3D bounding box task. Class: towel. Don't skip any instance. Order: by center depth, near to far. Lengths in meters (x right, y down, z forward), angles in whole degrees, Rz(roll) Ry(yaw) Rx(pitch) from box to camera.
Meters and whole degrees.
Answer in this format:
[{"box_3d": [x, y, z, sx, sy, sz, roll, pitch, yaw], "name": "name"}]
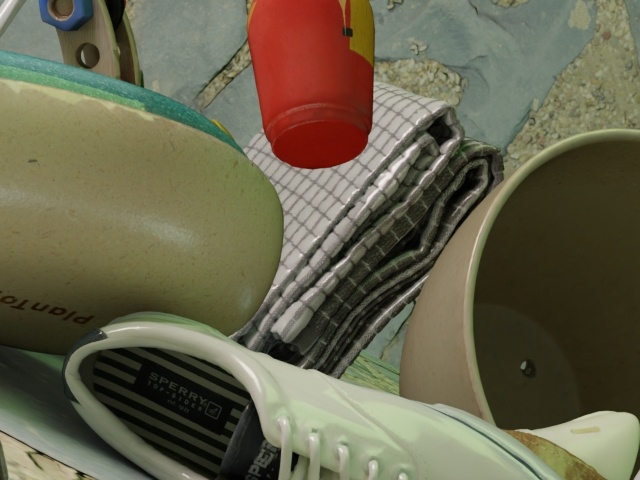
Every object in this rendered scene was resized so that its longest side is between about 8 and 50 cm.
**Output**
[{"box_3d": [0.000, 0.000, 1.408, 0.121, 0.283, 0.235, 43, -6, -28], "name": "towel"}]

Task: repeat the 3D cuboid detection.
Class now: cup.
[{"box_3d": [0.191, 0.107, 1.287, 0.331, 0.331, 0.237, 28, -27, -18], "name": "cup"}]

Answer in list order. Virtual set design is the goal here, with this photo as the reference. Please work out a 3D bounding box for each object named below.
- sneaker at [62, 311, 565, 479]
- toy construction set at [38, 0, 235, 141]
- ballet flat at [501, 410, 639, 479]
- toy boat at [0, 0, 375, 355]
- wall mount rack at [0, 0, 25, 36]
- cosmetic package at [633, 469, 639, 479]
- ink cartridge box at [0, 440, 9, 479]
[{"box_3d": [-0.004, 0.107, 0.766, 0.258, 0.094, 0.091, 19, 7, 13], "name": "sneaker"}, {"box_3d": [-0.194, -0.048, 1.358, 0.237, 0.257, 0.309, 45, -9, -2], "name": "toy construction set"}, {"box_3d": [0.175, 0.166, 0.874, 0.342, 0.124, 0.116, 28, -31, 2], "name": "ballet flat"}, {"box_3d": [-0.091, -0.055, 0.816, 0.267, 0.148, 0.318, 21, -38, -40], "name": "toy boat"}, {"box_3d": [-0.344, -0.177, 1.209, 0.350, 0.130, 0.304, 19, 29, 32], "name": "wall mount rack"}, {"box_3d": [0.340, 0.137, 0.467, 0.394, 0.327, 0.329, 28, 4, -20], "name": "cosmetic package"}, {"box_3d": [-0.208, -0.052, 0.511, 0.296, 0.066, 0.261, 50, -21, 12], "name": "ink cartridge box"}]
